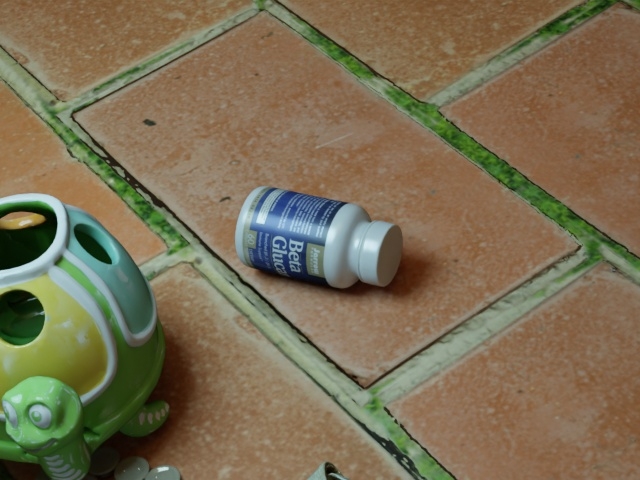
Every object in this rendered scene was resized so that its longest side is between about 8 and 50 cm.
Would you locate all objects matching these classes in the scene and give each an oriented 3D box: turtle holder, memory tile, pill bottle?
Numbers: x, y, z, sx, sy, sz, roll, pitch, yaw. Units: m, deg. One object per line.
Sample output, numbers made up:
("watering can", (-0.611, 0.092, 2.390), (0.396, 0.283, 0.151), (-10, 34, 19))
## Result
("turtle holder", (-0.294, 0.102, 1.633), (0.243, 0.227, 0.320), (4, 40, 18))
("memory tile", (-0.223, 0.255, 1.628), (0.148, 0.012, 0.113), (14, 49, 25))
("pill bottle", (0.000, 0.000, 1.785), (0.169, 0.094, 0.094), (12, 48, 24))

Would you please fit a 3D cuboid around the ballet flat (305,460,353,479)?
("ballet flat", (0.040, 0.264, 1.519), (0.168, 0.057, 0.052), (38, 98, 40))
